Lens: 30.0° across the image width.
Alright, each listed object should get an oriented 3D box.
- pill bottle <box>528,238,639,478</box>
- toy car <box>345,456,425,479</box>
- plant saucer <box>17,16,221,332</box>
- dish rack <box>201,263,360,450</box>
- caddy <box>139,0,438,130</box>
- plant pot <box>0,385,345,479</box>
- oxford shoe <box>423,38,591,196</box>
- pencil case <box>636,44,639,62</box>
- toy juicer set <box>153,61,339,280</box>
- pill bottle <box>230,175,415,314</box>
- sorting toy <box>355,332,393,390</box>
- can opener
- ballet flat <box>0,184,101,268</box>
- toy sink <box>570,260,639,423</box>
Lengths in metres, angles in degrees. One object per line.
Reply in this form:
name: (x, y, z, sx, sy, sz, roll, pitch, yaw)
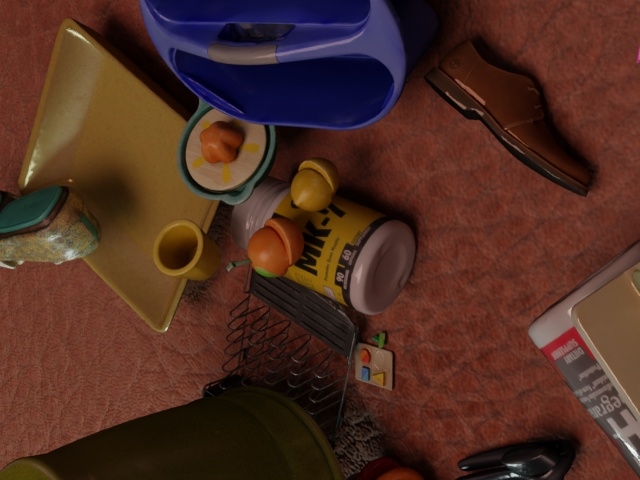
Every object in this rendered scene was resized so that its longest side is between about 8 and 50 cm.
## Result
pill bottle: (0.367, 0.160, 1.180, 0.319, 0.176, 0.176, 53, 133, 8)
toy car: (0.075, 0.358, 1.558, 0.182, 0.159, 0.136, -50, 40, 41)
plant saucer: (-0.258, -0.094, 1.657, 0.332, 0.081, 0.333, 42, 131, 19)
dish rack: (-0.051, 0.167, 1.601, 0.208, 0.074, 0.272, 31, 130, 25)
caddy: (-0.040, -0.242, 1.293, 0.341, 0.179, 0.241, 8, 133, 35)
plant pot: (-0.209, 0.370, 1.462, 0.366, 0.353, 0.367, -3, 85, 45)
oxford shoe: (0.212, -0.130, 1.258, 0.212, 0.076, 0.076, 43, 92, 4)
pencil case: (0.408, -0.140, 1.061, 0.236, 0.104, 0.104, 25, 124, 28)
toy juicer set: (-0.076, -0.109, 1.407, 0.209, 0.089, 0.329, 3, 75, 27)
pill bottle: (0.000, 0.000, 1.455, 0.208, 0.119, 0.119, 23, 123, 31)
sorting toy: (0.067, 0.151, 1.541, 0.062, 0.012, 0.083, 17, 120, 34)
can opener: (0.229, 0.267, 1.433, 0.073, 0.059, 0.186, 41, 147, -18)
ballet flat: (-0.440, -0.010, 1.731, 0.348, 0.123, 0.123, -4, 107, 44)
toy sink: (0.364, 0.052, 1.046, 0.153, 0.234, 0.131, 58, 171, 10)
